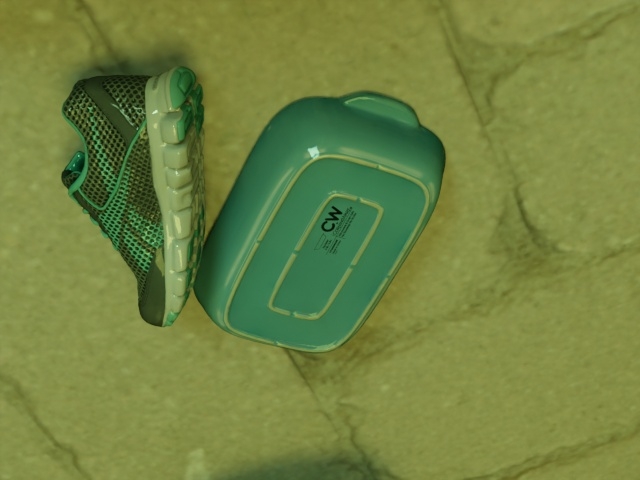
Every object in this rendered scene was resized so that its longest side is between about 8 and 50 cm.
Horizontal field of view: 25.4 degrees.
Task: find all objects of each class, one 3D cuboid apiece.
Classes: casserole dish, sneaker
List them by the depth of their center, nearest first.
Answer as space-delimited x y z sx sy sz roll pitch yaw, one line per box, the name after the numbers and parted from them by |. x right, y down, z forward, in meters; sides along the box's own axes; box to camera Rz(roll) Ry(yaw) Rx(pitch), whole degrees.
-0.103 -0.025 0.775 0.076 0.065 0.166 6 126 5 | sneaker
0.000 0.000 0.820 0.114 0.037 0.188 15 124 -22 | casserole dish
